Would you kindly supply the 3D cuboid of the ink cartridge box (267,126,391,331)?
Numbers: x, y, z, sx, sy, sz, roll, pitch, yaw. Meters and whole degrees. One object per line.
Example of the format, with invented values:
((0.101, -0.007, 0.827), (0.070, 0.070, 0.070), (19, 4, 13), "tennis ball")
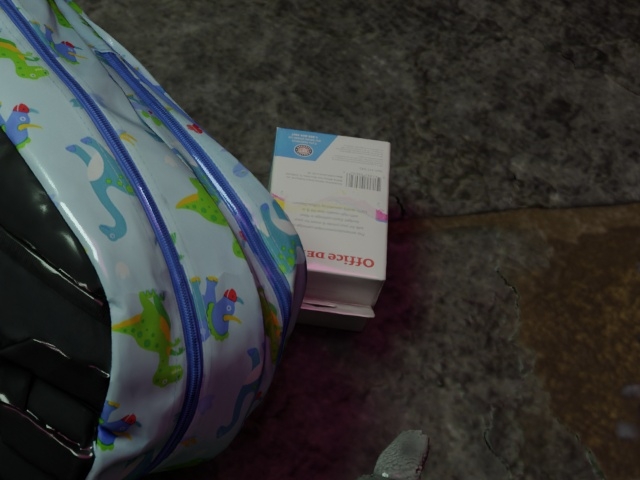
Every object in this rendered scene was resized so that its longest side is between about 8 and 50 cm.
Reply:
((0.000, 0.000, 0.896), (0.092, 0.090, 0.143), (8, 59, -5), "ink cartridge box")

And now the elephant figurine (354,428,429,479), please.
((0.057, 0.281, 0.719), (0.239, 0.186, 0.169), (47, 19, 7), "elephant figurine")

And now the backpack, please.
((-0.182, 0.000, 0.746), (0.273, 0.290, 0.355), (4, 33, -40), "backpack")
